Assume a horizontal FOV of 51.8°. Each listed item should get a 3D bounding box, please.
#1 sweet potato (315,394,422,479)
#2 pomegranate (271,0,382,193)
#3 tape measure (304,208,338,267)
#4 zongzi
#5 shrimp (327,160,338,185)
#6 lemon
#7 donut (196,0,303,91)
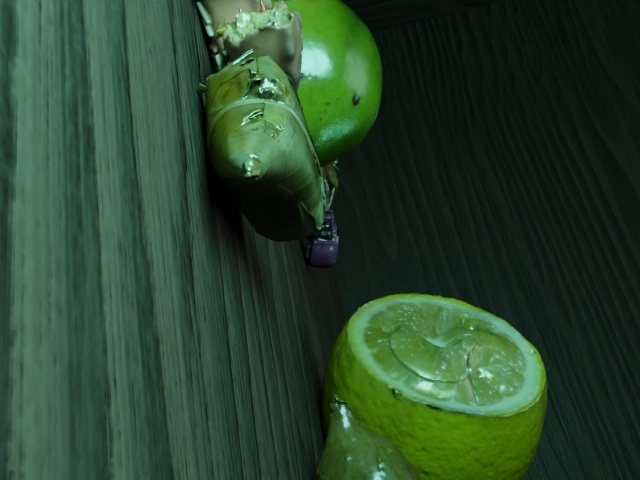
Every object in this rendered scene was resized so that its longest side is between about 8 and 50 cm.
[{"bbox_3d":[0.076,0.355,0.727,0.158,0.157,0.370,73,0,-58],"label":"sweet potato"},{"bbox_3d":[-0.008,-0.224,1.037,0.310,0.215,0.359,-105,-179,-51],"label":"pomegranate"},{"bbox_3d":[0.000,0.000,1.510,0.125,0.074,0.118,-98,-166,-57],"label":"tape measure"},{"bbox_3d":[-0.044,-0.050,0.604,0.197,0.099,0.195,-103,172,-51],"label":"zongzi"},{"bbox_3d":[-0.034,-0.194,1.359,0.172,0.137,0.372,-69,147,-57],"label":"shrimp"},{"bbox_3d":[0.168,0.284,1.055,0.364,0.363,0.365,-13,90,-87],"label":"lemon"},{"bbox_3d":[-0.086,-0.253,0.707,0.199,0.085,0.233,111,-40,-76],"label":"donut"}]
